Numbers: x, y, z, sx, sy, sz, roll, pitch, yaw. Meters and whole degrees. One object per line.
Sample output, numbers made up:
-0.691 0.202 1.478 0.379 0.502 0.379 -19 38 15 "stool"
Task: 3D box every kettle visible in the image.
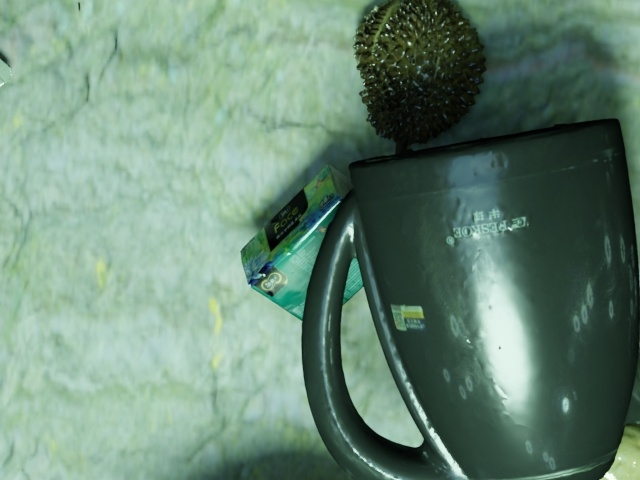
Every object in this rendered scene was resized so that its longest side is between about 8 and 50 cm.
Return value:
0.117 0.067 1.466 0.268 0.207 0.290 -9 95 4 "kettle"

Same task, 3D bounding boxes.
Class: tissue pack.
0.001 -0.001 1.570 0.085 0.079 0.111 34 112 -30 "tissue pack"

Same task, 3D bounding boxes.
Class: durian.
0.071 -0.126 1.531 0.110 0.071 0.140 14 108 12 "durian"

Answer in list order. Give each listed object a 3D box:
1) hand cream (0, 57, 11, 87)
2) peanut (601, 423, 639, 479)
-0.365 -0.086 1.666 0.080 0.050 0.234 42 103 5 "hand cream"
0.268 0.195 1.532 0.187 0.082 0.082 22 105 10 "peanut"
